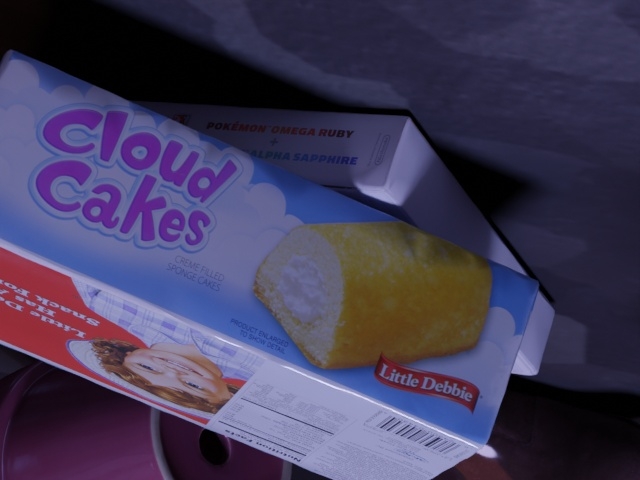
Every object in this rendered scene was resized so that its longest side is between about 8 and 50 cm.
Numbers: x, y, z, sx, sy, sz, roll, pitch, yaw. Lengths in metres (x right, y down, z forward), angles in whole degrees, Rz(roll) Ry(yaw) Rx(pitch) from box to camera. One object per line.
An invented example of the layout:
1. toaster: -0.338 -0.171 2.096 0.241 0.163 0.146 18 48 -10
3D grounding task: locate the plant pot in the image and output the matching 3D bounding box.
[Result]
1. plant pot: -0.126 0.160 1.297 0.180 0.201 0.201 -24 135 39

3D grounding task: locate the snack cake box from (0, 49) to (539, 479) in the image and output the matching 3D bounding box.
1. snack cake box: -0.050 0.026 0.883 0.264 0.089 0.152 23 160 -7

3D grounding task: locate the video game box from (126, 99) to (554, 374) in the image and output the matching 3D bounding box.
1. video game box: 0.000 0.000 0.962 0.187 0.048 0.205 4 154 30

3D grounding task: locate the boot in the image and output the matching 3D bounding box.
1. boot: 0.063 0.110 1.117 0.207 0.090 0.248 30 160 -32
